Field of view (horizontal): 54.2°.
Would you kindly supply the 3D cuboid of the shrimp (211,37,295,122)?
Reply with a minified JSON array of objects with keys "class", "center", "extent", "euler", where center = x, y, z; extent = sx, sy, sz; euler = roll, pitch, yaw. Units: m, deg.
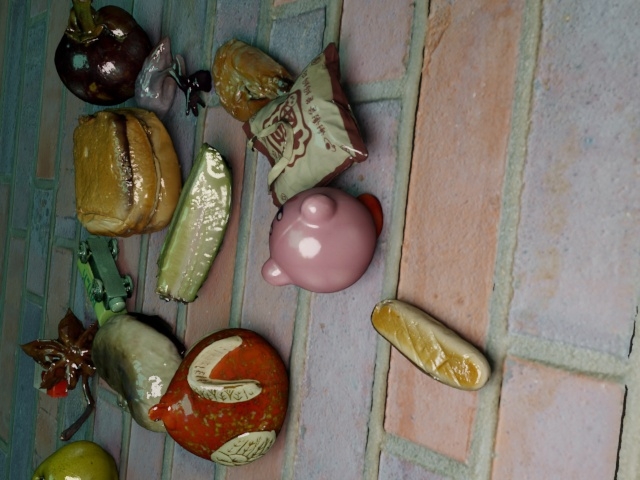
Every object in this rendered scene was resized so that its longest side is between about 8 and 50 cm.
[{"class":"shrimp","center":[-0.124,-0.290,1.197],"extent":[0.294,0.062,0.154],"euler":[36,124,44]}]

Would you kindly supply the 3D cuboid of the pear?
[{"class":"pear","center":[-0.583,0.581,1.497],"extent":[0.198,0.198,0.198],"euler":[-4,84,45]}]

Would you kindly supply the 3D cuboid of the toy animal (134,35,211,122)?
[{"class":"toy animal","center":[-0.372,-0.325,1.422],"extent":[0.324,0.090,0.195],"euler":[-25,79,43]}]

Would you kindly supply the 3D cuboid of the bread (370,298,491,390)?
[{"class":"bread","center":[0.154,0.147,0.882],"extent":[0.214,0.053,0.073],"euler":[31,105,45]}]

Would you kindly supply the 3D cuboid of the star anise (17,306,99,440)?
[{"class":"star anise","center":[-0.653,0.337,1.613],"extent":[0.238,0.148,0.346],"euler":[-8,77,1]}]

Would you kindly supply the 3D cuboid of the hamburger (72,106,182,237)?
[{"class":"hamburger","center":[-0.444,-0.153,1.399],"extent":[0.305,0.174,0.284],"euler":[7,107,42]}]

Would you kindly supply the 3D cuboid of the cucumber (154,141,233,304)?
[{"class":"cucumber","center":[-0.244,-0.041,1.268],"extent":[0.145,0.105,0.325],"euler":[-122,50,-64]}]

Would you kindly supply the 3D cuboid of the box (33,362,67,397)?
[{"class":"box","center":[-0.783,0.391,1.816],"extent":[0.152,0.048,0.100],"euler":[4,92,43]}]

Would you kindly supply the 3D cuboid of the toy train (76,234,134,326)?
[{"class":"toy train","center":[-0.543,0.108,1.563],"extent":[0.253,0.105,0.157],"euler":[53,136,36]}]

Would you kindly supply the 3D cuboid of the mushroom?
[{"class":"mushroom","center":[-0.413,0.291,1.390],"extent":[0.344,0.130,0.247],"euler":[40,110,40]}]

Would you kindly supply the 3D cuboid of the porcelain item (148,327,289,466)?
[{"class":"porcelain item","center":[-0.186,0.276,1.091],"extent":[0.253,0.253,0.252],"euler":[-4,84,45]}]

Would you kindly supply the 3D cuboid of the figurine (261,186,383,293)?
[{"class":"figurine","center":[0.000,0.000,0.966],"extent":[0.173,0.173,0.173],"euler":[-4,84,45]}]

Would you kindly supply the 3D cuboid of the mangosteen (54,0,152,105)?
[{"class":"mangosteen","center":[-0.520,-0.454,1.453],"extent":[0.231,0.289,0.231],"euler":[-7,55,10]}]

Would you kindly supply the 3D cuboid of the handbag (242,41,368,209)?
[{"class":"handbag","center":[-0.027,-0.173,1.036],"extent":[0.235,0.127,0.212],"euler":[-33,69,38]}]
